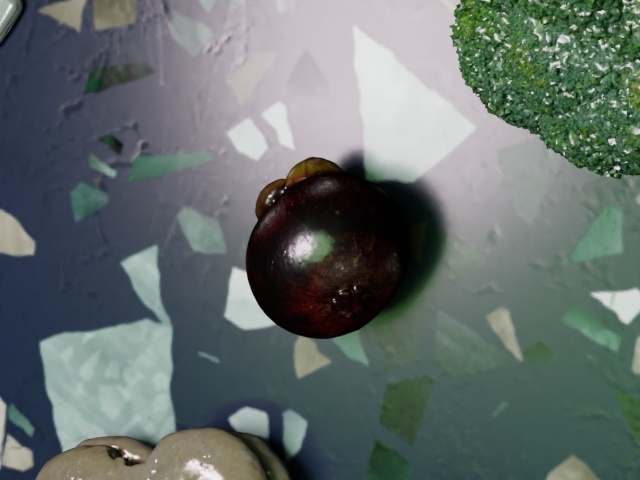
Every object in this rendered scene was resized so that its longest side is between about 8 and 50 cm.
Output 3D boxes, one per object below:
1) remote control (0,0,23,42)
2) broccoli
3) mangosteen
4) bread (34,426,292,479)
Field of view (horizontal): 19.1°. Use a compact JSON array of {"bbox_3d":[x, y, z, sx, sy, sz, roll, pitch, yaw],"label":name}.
[{"bbox_3d":[-0.295,-0.206,1.521,0.124,0.018,0.053,38,105,10],"label":"remote control"},{"bbox_3d":[0.218,-0.158,1.273,0.269,0.261,0.242,-18,52,16],"label":"broccoli"},{"bbox_3d":[0.000,0.000,1.405,0.140,0.140,0.140,2,97,18],"label":"mangosteen"},{"bbox_3d":[-0.169,0.267,1.489,0.183,0.102,0.337,38,105,10],"label":"bread"}]
